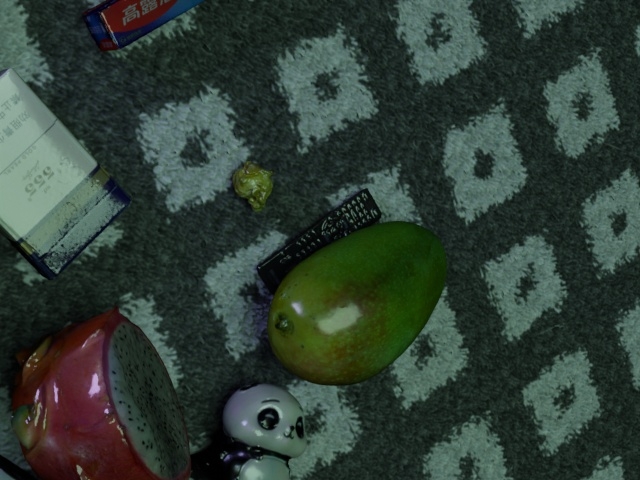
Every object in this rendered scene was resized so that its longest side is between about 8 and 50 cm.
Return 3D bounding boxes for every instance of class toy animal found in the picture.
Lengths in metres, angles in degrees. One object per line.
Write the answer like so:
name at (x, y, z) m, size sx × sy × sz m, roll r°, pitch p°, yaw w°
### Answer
toy animal at (-0.103, 0.308, 1.682) m, size 0.166 × 0.138 × 0.179 m, roll 33°, pitch 83°, yaw -45°

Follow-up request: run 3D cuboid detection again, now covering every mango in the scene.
mango at (0.073, 0.096, 1.736) m, size 0.382 × 0.201 × 0.225 m, roll -29°, pitch 113°, yaw -41°

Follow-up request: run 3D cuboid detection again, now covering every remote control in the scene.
remote control at (0.000, 0.000, 1.781) m, size 0.245 × 0.025 × 0.063 m, roll -36°, pitch 110°, yaw -22°

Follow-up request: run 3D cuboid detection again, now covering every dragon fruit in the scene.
dragon fruit at (-0.316, 0.244, 1.493) m, size 0.189 × 0.290 × 0.291 m, roll -22°, pitch 107°, yaw 5°

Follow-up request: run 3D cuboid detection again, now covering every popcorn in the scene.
popcorn at (-0.103, -0.085, 1.697) m, size 0.059 × 0.068 × 0.083 m, roll -56°, pitch 144°, yaw -35°

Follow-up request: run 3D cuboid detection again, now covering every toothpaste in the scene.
toothpaste at (-0.195, -0.382, 1.606) m, size 0.320 × 0.076 × 0.066 m, roll -36°, pitch 114°, yaw -22°

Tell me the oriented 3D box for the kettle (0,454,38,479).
kettle at (-0.463, 0.428, 1.486) m, size 0.236 × 0.161 × 0.221 m, roll -56°, pitch 148°, yaw -14°

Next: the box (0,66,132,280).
box at (-0.405, -0.091, 1.512) m, size 0.168 × 0.071 × 0.259 m, roll -47°, pitch 115°, yaw -18°
